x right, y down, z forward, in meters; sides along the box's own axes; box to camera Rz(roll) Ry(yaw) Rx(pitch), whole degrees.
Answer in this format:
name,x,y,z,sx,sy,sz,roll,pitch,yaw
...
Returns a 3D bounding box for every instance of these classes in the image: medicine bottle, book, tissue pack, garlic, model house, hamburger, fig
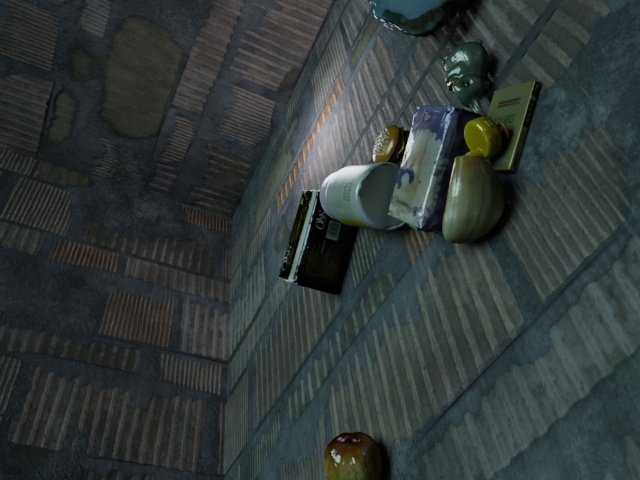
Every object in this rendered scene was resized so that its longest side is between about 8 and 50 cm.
name,x,y,z,sx,sy,sz,roll,pitch,yaw
medicine bottle,0.144,-0.148,1.958,0.379,0.214,0.213,15,88,70
book,0.467,-0.282,1.500,0.161,0.027,0.230,13,86,69
tissue pack,0.000,0.000,2.222,0.198,0.210,0.369,-175,103,-73
garlic,0.358,-0.084,1.443,0.164,0.146,0.244,-114,24,-52
model house,0.354,-0.836,1.963,0.360,0.298,0.339,-67,-15,12
hamburger,0.246,-0.304,1.960,0.162,0.115,0.162,-50,29,42
fig,0.095,0.652,1.586,0.159,0.159,0.256,180,87,-69
tissue pack,0.316,-0.200,1.656,0.242,0.126,0.343,-139,62,-69

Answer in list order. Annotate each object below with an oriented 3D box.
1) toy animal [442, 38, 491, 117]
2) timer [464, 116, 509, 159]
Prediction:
name,x,y,z,sx,sy,sz,roll,pitch,yaw
toy animal,0.416,-0.435,1.637,0.127,0.126,0.251,86,180,-57
timer,0.394,-0.249,1.465,0.107,0.109,0.107,58,166,24
